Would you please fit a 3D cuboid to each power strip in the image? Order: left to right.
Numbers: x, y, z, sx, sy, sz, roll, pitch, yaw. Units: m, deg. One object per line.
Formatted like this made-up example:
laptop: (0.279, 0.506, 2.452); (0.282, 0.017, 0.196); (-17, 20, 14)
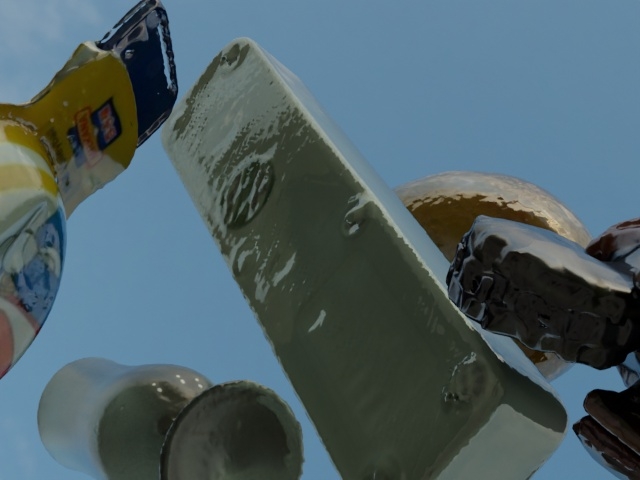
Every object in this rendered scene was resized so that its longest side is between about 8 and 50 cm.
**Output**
power strip: (0.000, 0.000, 0.682); (0.091, 0.062, 0.385); (-49, -143, 12)

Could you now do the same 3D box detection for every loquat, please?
loquat: (0.103, 0.035, 0.979); (0.227, 0.179, 0.179); (6, -92, 30)

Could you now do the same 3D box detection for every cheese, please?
cheese: (-0.155, -0.010, 0.606); (0.069, 0.177, 0.270); (27, -120, 19)

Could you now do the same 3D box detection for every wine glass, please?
wine glass: (-0.113, 0.133, 0.878); (0.231, 0.103, 0.103); (1, -95, 58)

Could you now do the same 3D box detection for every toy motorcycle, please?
toy motorcycle: (0.251, 0.081, 0.496); (0.401, 0.207, 0.134); (27, -70, 27)
